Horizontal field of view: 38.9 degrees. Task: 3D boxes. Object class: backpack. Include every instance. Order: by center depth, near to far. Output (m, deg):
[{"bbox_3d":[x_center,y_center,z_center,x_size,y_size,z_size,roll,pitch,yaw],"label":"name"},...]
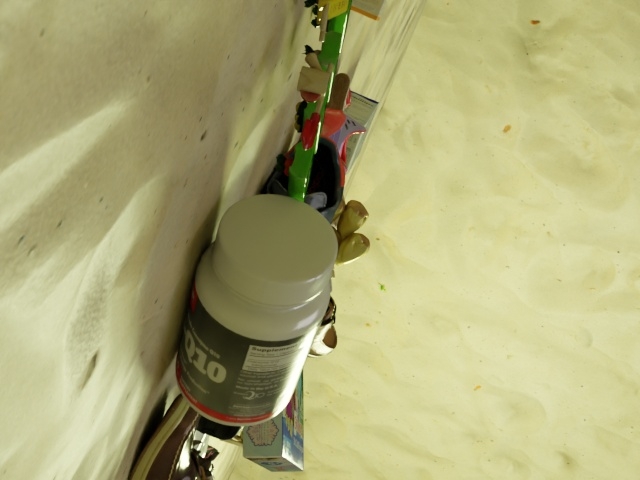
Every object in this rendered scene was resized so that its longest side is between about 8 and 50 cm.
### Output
[{"bbox_3d":[-0.167,0.277,1.541,0.084,0.105,0.114,-64,177,-53],"label":"backpack"}]

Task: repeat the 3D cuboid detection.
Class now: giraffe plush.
[{"bbox_3d":[0.000,0.000,2.006,0.170,0.181,0.210,-161,-96,-72],"label":"giraffe plush"}]

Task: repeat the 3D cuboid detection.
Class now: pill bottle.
[{"bbox_3d":[-0.080,0.088,1.099,0.283,0.161,0.161,109,5,-45],"label":"pill bottle"}]

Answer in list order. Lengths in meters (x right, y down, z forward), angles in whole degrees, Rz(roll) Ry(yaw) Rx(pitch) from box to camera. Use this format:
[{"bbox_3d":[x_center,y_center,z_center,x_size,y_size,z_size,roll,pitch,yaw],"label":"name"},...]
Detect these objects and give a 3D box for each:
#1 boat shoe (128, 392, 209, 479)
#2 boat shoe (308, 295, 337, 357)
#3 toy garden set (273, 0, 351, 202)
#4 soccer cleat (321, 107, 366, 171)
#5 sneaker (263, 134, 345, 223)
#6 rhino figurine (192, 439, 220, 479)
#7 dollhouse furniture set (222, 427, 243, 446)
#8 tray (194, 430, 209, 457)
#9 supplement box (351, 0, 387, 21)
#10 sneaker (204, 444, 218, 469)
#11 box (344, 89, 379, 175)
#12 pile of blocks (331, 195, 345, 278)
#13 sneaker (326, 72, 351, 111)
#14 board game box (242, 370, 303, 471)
[{"bbox_3d":[-0.207,0.360,1.311,0.123,0.123,0.342,-61,174,-57],"label":"boat shoe"},{"bbox_3d":[-0.016,0.166,1.923,0.307,0.104,0.110,47,33,-55],"label":"boat shoe"},{"bbox_3d":[-0.011,-0.185,1.010,0.204,0.049,0.244,103,0,-76],"label":"toy garden set"},{"bbox_3d":[-0.007,-0.102,1.519,0.083,0.095,0.248,-58,170,-70],"label":"soccer cleat"},{"bbox_3d":[-0.053,-0.001,1.310,0.148,0.131,0.350,105,0,-69],"label":"sneaker"},{"bbox_3d":[-0.226,0.409,1.502,0.073,0.106,0.243,-62,175,-57],"label":"rhino figurine"},{"bbox_3d":[-0.205,0.414,2.338,0.181,0.101,0.161,-67,-159,4],"label":"dollhouse furniture set"},{"bbox_3d":[-0.258,0.432,1.840,0.270,0.030,0.145,109,5,-58],"label":"tray"},{"bbox_3d":[0.070,-0.358,1.239,0.036,0.062,0.098,-51,165,-75],"label":"supplement box"},{"bbox_3d":[-0.263,0.500,1.997,0.119,0.057,0.047,-63,177,-36],"label":"sneaker"},{"bbox_3d":[0.057,-0.226,1.888,0.137,0.072,0.126,-60,172,-58],"label":"box"},{"bbox_3d":[-0.038,0.043,2.234,0.113,0.149,0.362,-5,118,-36],"label":"pile of blocks"},{"bbox_3d":[0.025,-0.230,1.594,0.067,0.042,0.118,59,53,-82],"label":"sneaker"},{"bbox_3d":[-0.074,0.218,1.531,0.318,0.066,0.318,76,13,-72],"label":"board game box"}]
